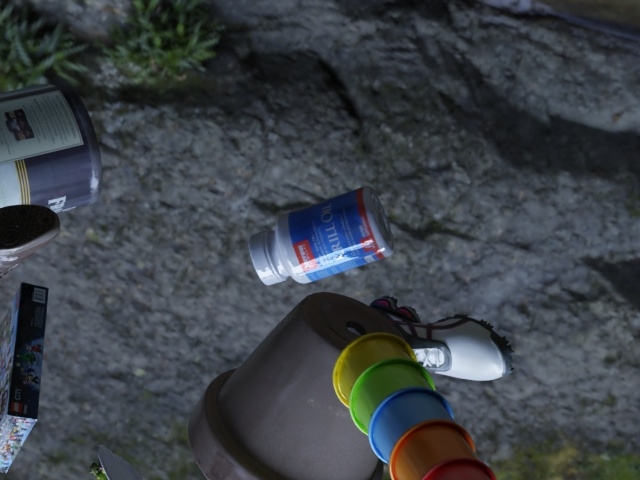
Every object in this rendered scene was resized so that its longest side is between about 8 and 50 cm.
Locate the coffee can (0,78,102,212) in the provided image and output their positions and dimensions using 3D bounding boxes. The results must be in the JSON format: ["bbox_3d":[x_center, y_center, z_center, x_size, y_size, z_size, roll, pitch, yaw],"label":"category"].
[{"bbox_3d":[-0.494,-0.116,1.464,0.275,0.201,0.201,-18,-177,-30],"label":"coffee can"}]

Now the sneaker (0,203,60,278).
[{"bbox_3d":[-0.392,0.016,1.159,0.188,0.066,0.071,-19,147,-4],"label":"sneaker"}]

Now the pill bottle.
[{"bbox_3d":[0.000,0.000,1.630,0.221,0.124,0.124,-20,149,13],"label":"pill bottle"}]

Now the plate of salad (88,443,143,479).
[{"bbox_3d":[-0.242,0.354,1.278,0.200,0.048,0.200,54,172,11],"label":"plate of salad"}]

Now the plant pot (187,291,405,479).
[{"bbox_3d":[-0.007,0.196,1.234,0.263,0.229,0.263,23,-156,-11],"label":"plant pot"}]

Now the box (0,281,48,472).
[{"bbox_3d":[-0.454,0.201,1.454,0.044,0.233,0.159,16,133,-25],"label":"box"}]

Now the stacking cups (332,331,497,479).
[{"bbox_3d":[0.085,0.183,0.895,0.096,0.096,0.316,27,-170,-16],"label":"stacking cups"}]

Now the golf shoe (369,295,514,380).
[{"bbox_3d":[0.161,0.170,1.493,0.273,0.120,0.105,11,119,39],"label":"golf shoe"}]
